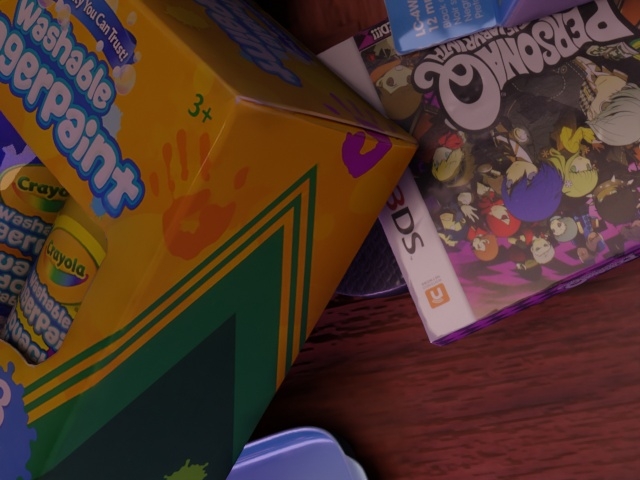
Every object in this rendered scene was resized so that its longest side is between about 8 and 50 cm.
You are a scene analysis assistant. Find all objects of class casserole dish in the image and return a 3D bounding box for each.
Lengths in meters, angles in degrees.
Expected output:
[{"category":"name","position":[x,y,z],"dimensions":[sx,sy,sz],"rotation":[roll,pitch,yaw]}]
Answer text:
[{"category":"casserole dish","position":[-0.032,0.205,0.988],"dimensions":[0.188,0.037,0.114],"rotation":[-24,81,30]}]

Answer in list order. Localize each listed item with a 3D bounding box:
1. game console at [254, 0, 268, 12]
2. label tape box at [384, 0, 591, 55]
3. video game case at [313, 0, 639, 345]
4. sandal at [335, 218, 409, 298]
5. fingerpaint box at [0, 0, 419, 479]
[{"category":"game console","position":[-0.087,-0.061,0.972],"dimensions":[0.213,0.044,0.361],"rotation":[17,97,44]},{"category":"label tape box","position":[0.164,-0.281,0.761],"dimensions":[0.348,0.115,0.249],"rotation":[-15,81,17]},{"category":"video game case","position":[0.135,-0.074,0.833],"dimensions":[0.232,0.042,0.210],"rotation":[-25,75,14]},{"category":"sandal","position":[0.000,-0.001,0.956],"dimensions":[0.254,0.054,0.097],"rotation":[-9,81,40]},{"category":"fingerpaint box","position":[-0.197,-0.042,0.930],"dimensions":[0.445,0.163,0.371],"rotation":[47,115,38]}]
